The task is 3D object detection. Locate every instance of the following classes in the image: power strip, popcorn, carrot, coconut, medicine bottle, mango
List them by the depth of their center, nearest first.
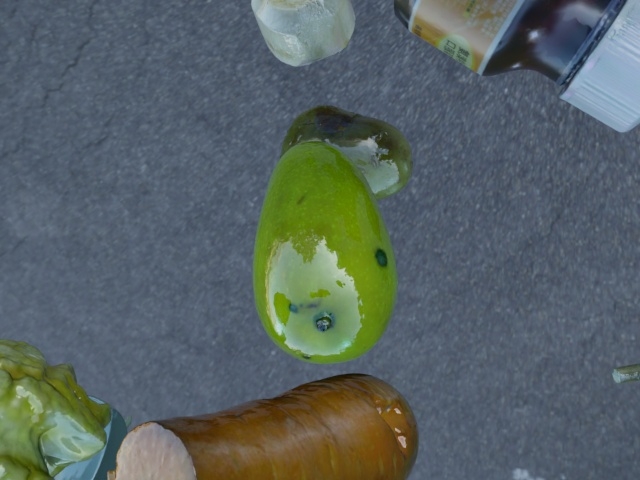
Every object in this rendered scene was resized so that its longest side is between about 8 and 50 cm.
[{"bbox_3d":[-0.016,0.117,0.389,0.087,0.193,0.087,1,91,32],"label":"carrot"},{"bbox_3d":[-0.299,0.181,0.678,0.167,0.187,0.185,42,119,-10],"label":"popcorn"},{"bbox_3d":[0.000,0.000,0.802,0.143,0.293,0.175,-1,129,-5],"label":"mango"},{"bbox_3d":[-0.296,0.297,0.903,0.054,0.253,0.167,16,138,15],"label":"power strip"},{"bbox_3d":[0.315,-0.322,1.081,0.395,0.242,0.242,33,124,11],"label":"medicine bottle"},{"bbox_3d":[-0.033,-0.509,1.742,0.241,0.241,0.241,9,120,15],"label":"coconut"}]

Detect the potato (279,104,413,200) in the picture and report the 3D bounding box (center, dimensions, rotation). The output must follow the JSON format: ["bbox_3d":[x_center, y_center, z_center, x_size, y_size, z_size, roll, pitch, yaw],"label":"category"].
[{"bbox_3d":[0.050,-0.177,1.614,0.308,0.210,0.173,15,145,33],"label":"potato"}]

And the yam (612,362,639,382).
[{"bbox_3d":[0.402,0.153,0.919,0.116,0.021,0.021,-7,121,-15],"label":"yam"}]
